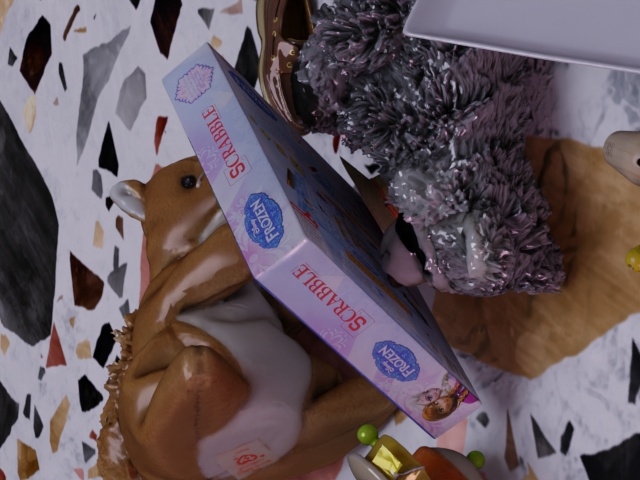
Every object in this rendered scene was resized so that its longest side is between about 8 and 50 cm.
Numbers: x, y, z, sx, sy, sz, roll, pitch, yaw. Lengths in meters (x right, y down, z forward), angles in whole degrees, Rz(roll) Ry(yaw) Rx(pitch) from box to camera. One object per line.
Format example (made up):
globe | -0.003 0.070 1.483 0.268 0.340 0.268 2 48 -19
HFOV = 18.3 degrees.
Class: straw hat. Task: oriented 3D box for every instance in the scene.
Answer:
straw hat | 0.082 -0.042 2.045 0.061 0.144 0.144 -32 56 4

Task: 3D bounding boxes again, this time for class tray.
tray | 0.219 -0.205 1.717 0.270 0.030 0.145 12 61 25

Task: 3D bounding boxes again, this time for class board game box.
board game box | 0.000 0.000 1.927 0.066 0.318 0.318 -37 42 10

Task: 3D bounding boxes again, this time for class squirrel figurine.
squirrel figurine | -0.144 0.102 2.216 0.397 0.281 0.370 -51 45 41

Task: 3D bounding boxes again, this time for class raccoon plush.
raccoon plush | 0.161 -0.157 1.825 0.299 0.216 0.446 45 125 31

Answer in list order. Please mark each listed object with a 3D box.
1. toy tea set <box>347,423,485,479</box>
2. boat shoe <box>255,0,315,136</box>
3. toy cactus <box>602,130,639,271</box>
toy tea set | 0.176 0.291 1.880 0.336 0.124 0.200 43 166 20
boat shoe | -0.031 -0.205 2.205 0.060 0.064 0.178 -27 67 55
toy cactus | 0.298 -0.058 1.714 0.180 0.112 0.219 -151 56 -62
